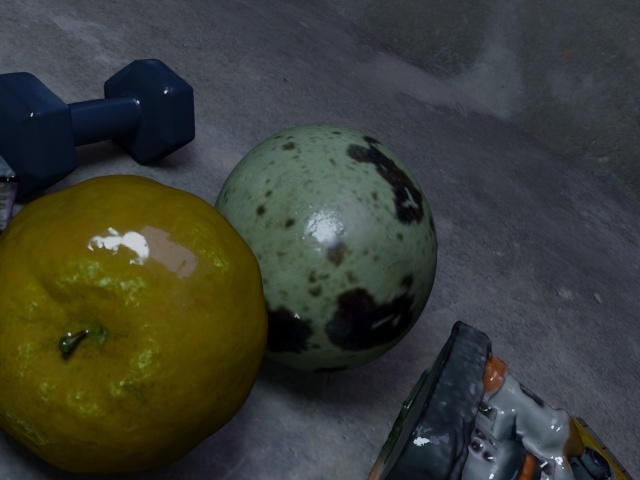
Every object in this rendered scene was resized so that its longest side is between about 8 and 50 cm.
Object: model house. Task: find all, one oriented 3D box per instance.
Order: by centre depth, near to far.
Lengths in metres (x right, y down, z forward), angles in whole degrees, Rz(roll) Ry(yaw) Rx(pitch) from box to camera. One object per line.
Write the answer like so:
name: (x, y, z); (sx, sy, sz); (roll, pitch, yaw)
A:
model house: (0.211, 0.275, 0.806); (0.301, 0.190, 0.271); (36, 30, 5)

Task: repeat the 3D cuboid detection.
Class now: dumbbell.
dumbbell: (-0.322, -0.165, 1.009); (0.144, 0.160, 0.325); (13, 23, 28)

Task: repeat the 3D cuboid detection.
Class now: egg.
egg: (0.000, 0.000, 0.922); (0.288, 0.287, 0.379); (23, 19, -14)

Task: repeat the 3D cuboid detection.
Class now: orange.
orange: (-0.184, 0.076, 0.685); (0.279, 0.279, 0.235); (32, 3, 2)

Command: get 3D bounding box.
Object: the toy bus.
toy bus: (0.387, 0.357, 0.943); (0.106, 0.092, 0.268); (9, 36, -48)

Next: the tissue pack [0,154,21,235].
tissue pack: (-0.543, -0.137, 0.812); (0.361, 0.122, 0.259); (42, 31, 21)
